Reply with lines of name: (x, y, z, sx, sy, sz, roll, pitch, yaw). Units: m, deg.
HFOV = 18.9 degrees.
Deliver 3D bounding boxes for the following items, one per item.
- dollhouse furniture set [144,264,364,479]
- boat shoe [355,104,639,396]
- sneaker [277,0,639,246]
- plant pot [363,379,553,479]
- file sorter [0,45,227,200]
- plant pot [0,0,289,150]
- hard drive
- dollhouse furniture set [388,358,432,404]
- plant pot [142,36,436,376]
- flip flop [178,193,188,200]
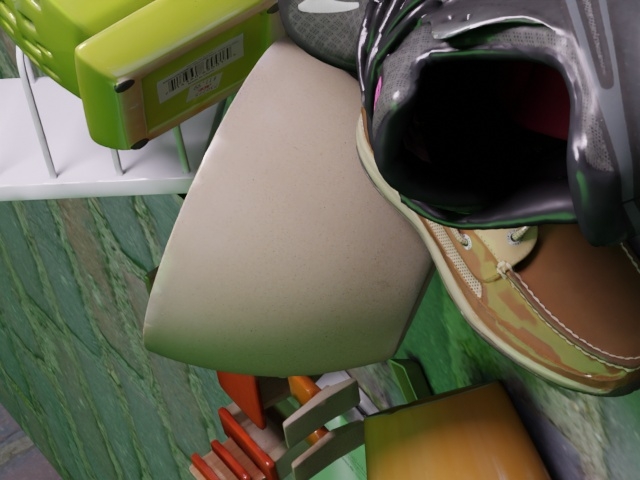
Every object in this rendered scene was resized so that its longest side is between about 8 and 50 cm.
dollhouse furniture set: (-0.083, 0.166, 2.056, 0.262, 0.135, 0.259, 44, 157, 33)
boat shoe: (0.131, -0.025, 1.381, 0.324, 0.122, 0.120, 47, 155, 30)
sneaker: (0.088, -0.125, 1.203, 0.483, 0.202, 0.185, 28, 144, 56)
plant pot: (0.123, 0.230, 1.703, 0.205, 0.205, 0.188, 154, 101, -71)
file sorter: (-0.246, -0.161, 1.815, 0.193, 0.277, 0.173, -79, -16, -51)
plant pot: (-0.146, -0.218, 1.586, 0.207, 0.228, 0.227, 57, 168, 14)
hard drive: (0.047, 0.275, 2.173, 0.203, 0.040, 0.307, 48, 159, 29)
dollhouse furniture set: (0.067, 0.174, 1.904, 0.091, 0.081, 0.114, 23, 140, 60)
plant pot: (0.000, 0.000, 1.586, 0.191, 0.284, 0.284, 25, 155, 6)
flip flop: (-0.088, -0.042, 1.955, 0.112, 0.080, 0.277, 34, 171, 23)
